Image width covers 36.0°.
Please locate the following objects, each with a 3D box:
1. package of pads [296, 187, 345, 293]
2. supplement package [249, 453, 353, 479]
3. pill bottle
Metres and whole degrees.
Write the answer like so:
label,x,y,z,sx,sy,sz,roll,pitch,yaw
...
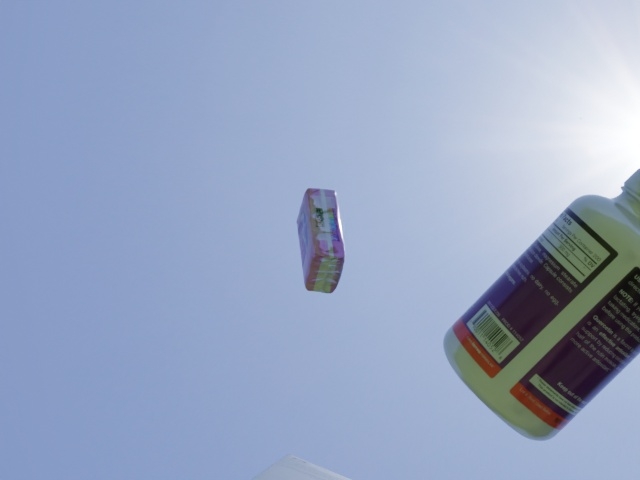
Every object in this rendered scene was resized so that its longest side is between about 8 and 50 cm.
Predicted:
label,x,y,z,sx,sy,sz,roll,pitch,yaw
package of pads,0.000,0.000,0.858,0.032,0.083,0.050,4,-43,-14
supplement package,-0.009,0.421,1.390,0.194,0.203,0.149,19,-86,14
pill bottle,0.312,0.073,1.179,0.181,0.181,0.323,44,-80,6
